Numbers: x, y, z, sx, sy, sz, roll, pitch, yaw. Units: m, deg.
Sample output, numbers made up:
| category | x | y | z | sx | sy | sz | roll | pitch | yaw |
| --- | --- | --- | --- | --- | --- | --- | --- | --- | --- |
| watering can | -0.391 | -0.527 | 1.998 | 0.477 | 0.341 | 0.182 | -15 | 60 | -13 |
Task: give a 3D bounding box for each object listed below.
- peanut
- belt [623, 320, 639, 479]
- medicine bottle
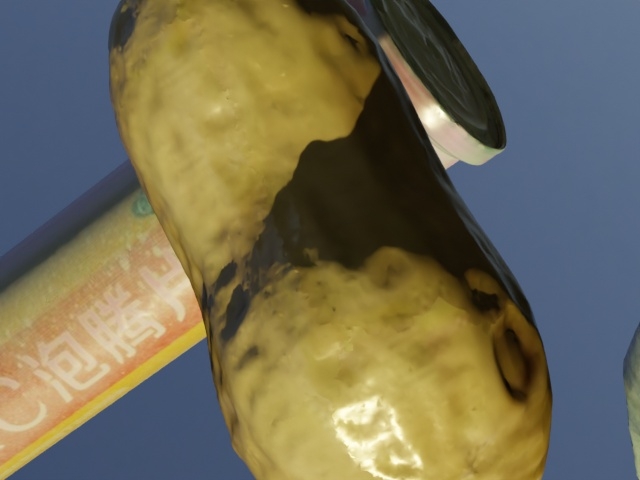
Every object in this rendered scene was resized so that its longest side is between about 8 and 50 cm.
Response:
| category | x | y | z | sx | sy | sz | roll | pitch | yaw |
| --- | --- | --- | --- | --- | --- | --- | --- | --- | --- |
| peanut | 0.000 | 0.000 | 0.613 | 0.120 | 0.110 | 0.236 | -27 | -87 | -51 |
| belt | 0.252 | 0.110 | 0.805 | 0.260 | 0.122 | 0.325 | 49 | 166 | 16 |
| medicine bottle | -0.109 | 0.032 | 0.877 | 0.108 | 0.426 | 0.108 | 45 | -158 | -24 |
